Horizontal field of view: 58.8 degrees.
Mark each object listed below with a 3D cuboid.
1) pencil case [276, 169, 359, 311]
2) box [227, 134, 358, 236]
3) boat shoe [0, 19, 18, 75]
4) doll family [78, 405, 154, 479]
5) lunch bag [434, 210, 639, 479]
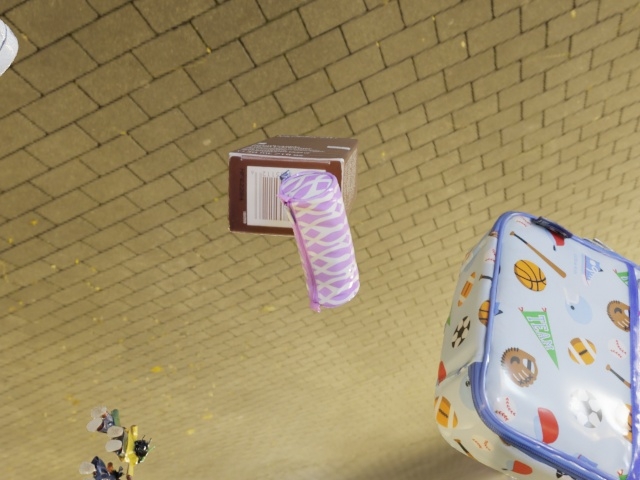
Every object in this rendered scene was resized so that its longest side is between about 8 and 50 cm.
[{"bbox_3d":[0.000,0.000,0.812,0.088,0.086,0.206,-43,131,-35],"label":"pencil case"},{"bbox_3d":[-0.032,-0.117,1.075,0.191,0.143,0.381,4,-166,6],"label":"box"},{"bbox_3d":[-0.484,-0.181,0.686,0.258,0.095,0.084,-60,163,-10],"label":"boat shoe"},{"bbox_3d":[-0.290,0.336,0.824,0.076,0.193,0.111,-4,143,4],"label":"doll family"},{"bbox_3d":[0.263,0.116,0.619,0.243,0.303,0.115,26,143,-2],"label":"lunch bag"}]
